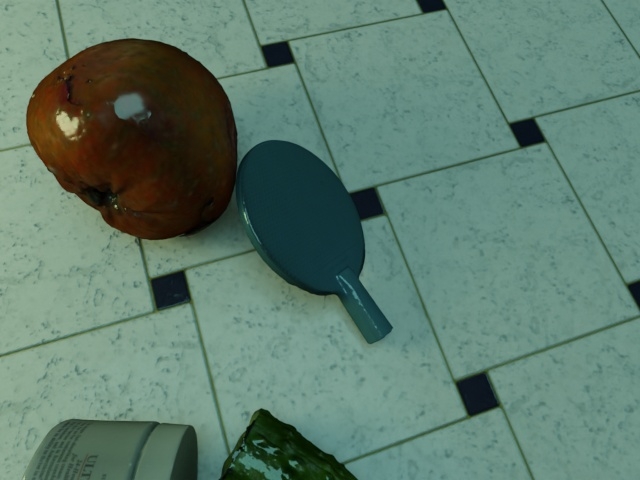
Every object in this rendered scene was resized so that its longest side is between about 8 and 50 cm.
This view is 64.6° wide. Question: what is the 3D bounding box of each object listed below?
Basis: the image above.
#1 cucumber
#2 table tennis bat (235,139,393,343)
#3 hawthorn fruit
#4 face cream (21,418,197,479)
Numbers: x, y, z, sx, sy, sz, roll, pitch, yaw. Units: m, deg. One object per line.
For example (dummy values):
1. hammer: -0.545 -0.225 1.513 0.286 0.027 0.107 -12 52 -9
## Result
1. cucumber: -0.009 0.313 0.612 0.244 0.134 0.134 28 69 1
2. table tennis bat: 0.000 0.000 0.730 0.215 0.044 0.329 -32 90 -48
3. hawthorn fruit: -0.236 -0.162 0.715 0.276 0.276 0.307 12 52 0
4. face cream: -0.230 0.294 0.564 0.153 0.177 0.177 3 68 -3
